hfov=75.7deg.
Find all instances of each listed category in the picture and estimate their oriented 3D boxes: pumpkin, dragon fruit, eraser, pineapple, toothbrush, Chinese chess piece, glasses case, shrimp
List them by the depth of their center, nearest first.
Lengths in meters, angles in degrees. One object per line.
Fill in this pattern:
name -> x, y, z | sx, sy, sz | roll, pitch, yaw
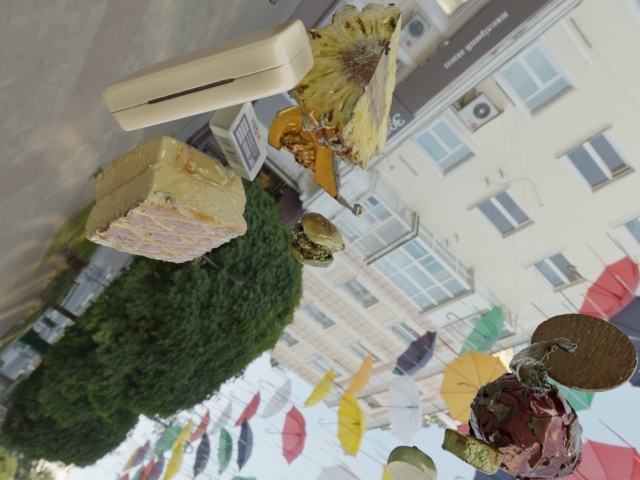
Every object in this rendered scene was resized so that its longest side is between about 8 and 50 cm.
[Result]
glasses case -> -0.186, -0.269, 0.679 | 0.336, 0.076, 0.144 | -5, -144, 22
pineapple -> 0.038, -0.287, 0.887 | 0.286, 0.208, 0.345 | 71, 39, -63
shrimp -> 0.547, 0.295, 0.993 | 0.169, 0.058, 0.296 | -36, 172, 13
pumpkin -> 0.000, -0.270, 1.159 | 0.163, 0.278, 0.111 | -50, 178, 27
Chinese chess piece -> 0.262, 0.656, 1.182 | 0.144, 0.144, 0.058 | -35, -173, 40
toothbrush -> 0.061, -0.124, 1.221 | 0.342, 0.025, 0.030 | -129, -134, -67
dragon fruit -> 0.617, 0.559, 1.245 | 0.329, 0.329, 0.329 | -44, -163, 17
eraser -> -0.246, -0.311, 1.274 | 0.279, 0.081, 0.124 | 79, 33, -68

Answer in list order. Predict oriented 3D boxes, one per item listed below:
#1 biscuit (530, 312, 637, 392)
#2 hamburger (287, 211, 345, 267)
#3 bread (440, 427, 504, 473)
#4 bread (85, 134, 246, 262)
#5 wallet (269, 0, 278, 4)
biscuit -> 0.737, 0.315, 1.167 | 0.261, 0.037, 0.262 | -13, -142, 11
hamburger -> 0.000, 0.000, 1.181 | 0.131, 0.184, 0.159 | -61, -140, 16
bread -> 0.407, 0.568, 1.114 | 0.140, 0.127, 0.069 | 9, -109, 56
bread -> -0.483, -0.120, 1.336 | 0.371, 0.390, 0.280 | -25, -115, 29
wallet -> -0.037, -0.582, 0.769 | 0.236, 0.160, 0.055 | -38, -121, 2
